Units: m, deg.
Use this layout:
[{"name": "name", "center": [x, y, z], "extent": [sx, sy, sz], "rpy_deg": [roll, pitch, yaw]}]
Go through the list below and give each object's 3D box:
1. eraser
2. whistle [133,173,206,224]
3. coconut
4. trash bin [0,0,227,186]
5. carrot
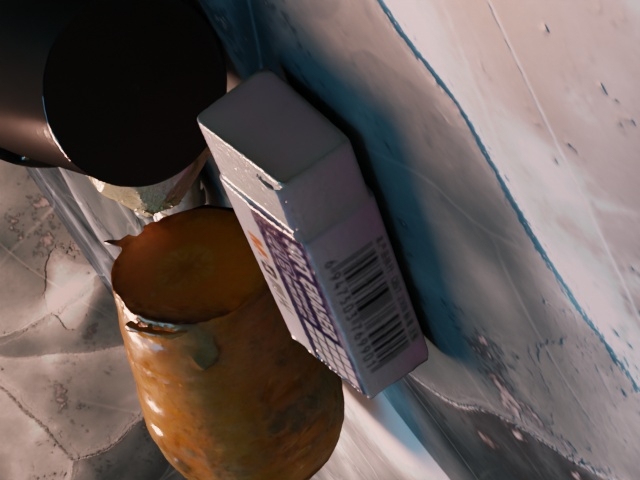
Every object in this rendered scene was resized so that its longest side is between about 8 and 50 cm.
[{"name": "eraser", "center": [0.000, 0.000, 1.307], "extent": [0.130, 0.086, 0.287], "rpy_deg": [42, 162, 39]}, {"name": "whistle", "center": [-0.162, 0.017, 1.893], "extent": [0.142, 0.134, 0.346], "rpy_deg": [51, 158, 30]}, {"name": "coconut", "center": [-0.175, -0.097, 1.635], "extent": [0.116, 0.122, 0.116], "rpy_deg": [28, -160, -11]}, {"name": "trash bin", "center": [-0.240, -0.164, 1.469], "extent": [0.334, 0.214, 0.214], "rpy_deg": [24, 148, 59]}, {"name": "carrot", "center": [-0.096, 0.133, 1.717], "extent": [0.224, 0.224, 0.340], "rpy_deg": [43, 155, 42]}]
